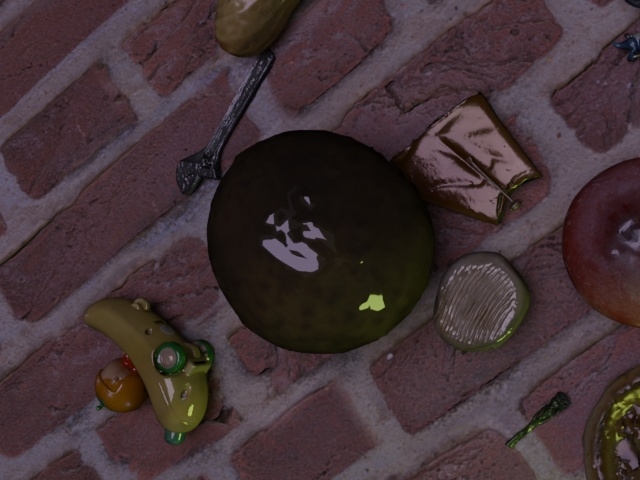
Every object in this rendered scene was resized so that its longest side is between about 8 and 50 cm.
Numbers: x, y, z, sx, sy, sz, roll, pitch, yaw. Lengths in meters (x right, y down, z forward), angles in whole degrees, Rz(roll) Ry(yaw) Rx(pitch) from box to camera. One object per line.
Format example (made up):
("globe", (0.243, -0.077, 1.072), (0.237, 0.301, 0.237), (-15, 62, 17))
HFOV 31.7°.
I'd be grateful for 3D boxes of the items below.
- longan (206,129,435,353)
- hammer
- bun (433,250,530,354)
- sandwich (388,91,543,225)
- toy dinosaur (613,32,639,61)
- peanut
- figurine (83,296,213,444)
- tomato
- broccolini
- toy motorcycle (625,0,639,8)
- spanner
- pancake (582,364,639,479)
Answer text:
("longan", (0.000, 0.000, 1.889), (0.391, 0.391, 0.391), (0, 89, 22))
("hammer", (0.291, -0.098, 1.905), (0.029, 0.014, 0.123), (-46, 77, 7))
("bun", (0.275, 0.108, 1.913), (0.173, 0.113, 0.167), (-34, 70, 20))
("sandwich", (0.239, -0.106, 1.957), (0.245, 0.063, 0.212), (-39, 77, 18))
("toy dinosaur", (0.528, -0.325, 1.860), (0.083, 0.030, 0.047), (-12, 84, 21))
("peanut", (-0.093, -0.482, 2.058), (0.147, 0.147, 0.319), (41, 106, 18))
("figurine", (-0.344, 0.243, 2.162), (0.324, 0.124, 0.222), (39, 106, 21))
("tomato", (0.508, 0.004, 1.759), (0.270, 0.227, 0.270), (-1, 86, 24))
("broccolini", (0.366, 0.308, 1.914), (0.140, 0.035, 0.030), (-44, 71, 17))
("toy motorcycle", (0.551, -0.549, 1.814), (0.223, 0.108, 0.341), (-15, 76, 27))
("spanner", (-0.179, -0.224, 2.150), (0.093, 0.026, 0.325), (35, 100, 20))
("pancake", (0.593, 0.344, 1.806), (0.356, 0.065, 0.356), (1, 93, 24))
